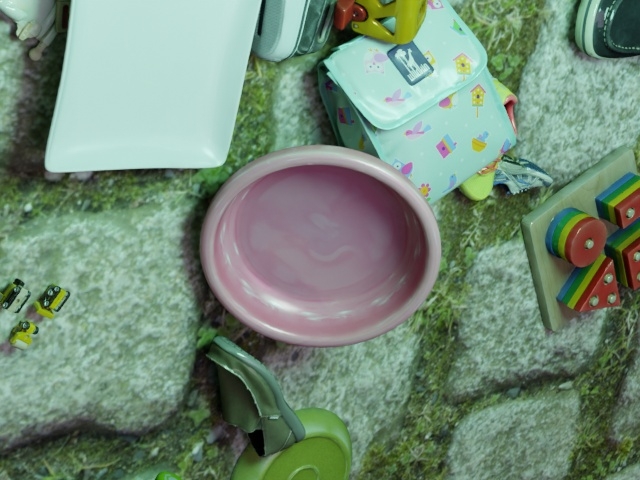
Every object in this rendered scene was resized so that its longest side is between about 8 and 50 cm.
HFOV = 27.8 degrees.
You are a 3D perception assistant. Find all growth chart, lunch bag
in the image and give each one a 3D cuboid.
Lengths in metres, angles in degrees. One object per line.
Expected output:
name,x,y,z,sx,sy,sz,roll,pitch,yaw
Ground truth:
growth chart,-0.348,-0.341,1.484,0.172,0.021,0.237,-50,132,-7
lunch bag,0.129,-0.197,1.840,0.223,0.160,0.262,-34,121,-17

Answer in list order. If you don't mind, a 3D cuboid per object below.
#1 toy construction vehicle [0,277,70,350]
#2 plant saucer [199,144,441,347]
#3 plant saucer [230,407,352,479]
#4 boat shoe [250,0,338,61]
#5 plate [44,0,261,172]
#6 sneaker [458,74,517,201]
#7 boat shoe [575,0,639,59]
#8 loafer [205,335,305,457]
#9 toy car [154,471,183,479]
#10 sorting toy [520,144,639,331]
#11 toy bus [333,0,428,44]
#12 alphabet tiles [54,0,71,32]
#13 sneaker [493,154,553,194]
toy construction vehicle,-0.384,0.088,1.666,0.098,0.035,0.086,-56,144,2
plant saucer,0.000,0.000,1.795,0.332,0.084,0.332,1,126,1
plant saucer,-0.037,0.384,2.078,0.241,0.037,0.240,-18,122,-31
boat shoe,-0.016,-0.396,1.670,0.119,0.121,0.335,-13,129,-45
plate,-0.211,-0.222,1.611,0.277,0.045,0.278,-5,117,-41
sneaker,0.260,-0.150,2.006,0.082,0.094,0.208,-18,123,-32
boat shoe,0.627,-0.394,2.134,0.500,0.156,0.186,-14,121,-31
loafer,-0.104,0.241,1.914,0.087,0.094,0.251,-43,129,-15
toy car,-0.294,0.405,1.828,0.188,0.149,0.155,24,106,-31
sorting toy,0.494,0.011,2.273,0.255,0.089,0.257,-35,129,-20
toy bus,0.102,-0.357,1.704,0.202,0.104,0.190,-25,133,-74
alphabet tiles,-0.217,-0.320,1.586,0.237,0.009,0.198,-13,122,-39
sneaker,0.322,-0.103,2.116,0.135,0.052,0.058,13,113,-34
